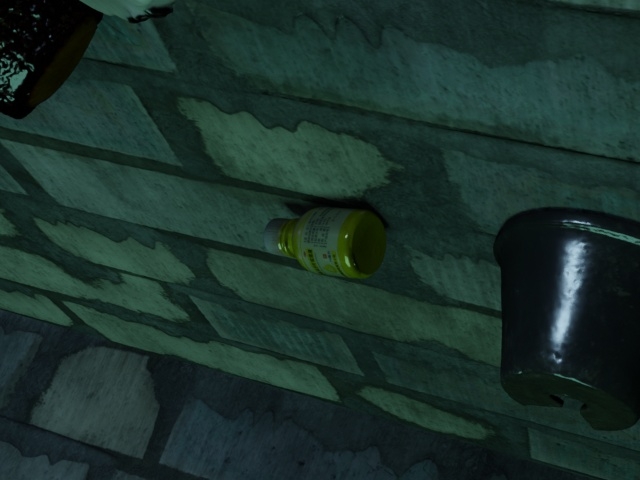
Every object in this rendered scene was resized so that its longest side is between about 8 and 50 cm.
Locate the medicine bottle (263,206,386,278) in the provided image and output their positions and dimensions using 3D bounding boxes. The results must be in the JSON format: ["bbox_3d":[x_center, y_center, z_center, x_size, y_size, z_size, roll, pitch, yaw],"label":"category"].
[{"bbox_3d":[0.000,0.000,2.177,0.212,0.122,0.122,5,153,37],"label":"medicine bottle"}]

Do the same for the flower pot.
[{"bbox_3d":[0.425,0.141,1.943,0.379,0.251,0.379,20,159,8],"label":"flower pot"}]

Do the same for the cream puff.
[{"bbox_3d":[-0.417,-0.294,1.718,0.165,0.239,0.239,37,157,-5],"label":"cream puff"}]

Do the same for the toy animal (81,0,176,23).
[{"bbox_3d":[-0.251,-0.367,1.484,0.204,0.156,0.208,27,175,-23],"label":"toy animal"}]
